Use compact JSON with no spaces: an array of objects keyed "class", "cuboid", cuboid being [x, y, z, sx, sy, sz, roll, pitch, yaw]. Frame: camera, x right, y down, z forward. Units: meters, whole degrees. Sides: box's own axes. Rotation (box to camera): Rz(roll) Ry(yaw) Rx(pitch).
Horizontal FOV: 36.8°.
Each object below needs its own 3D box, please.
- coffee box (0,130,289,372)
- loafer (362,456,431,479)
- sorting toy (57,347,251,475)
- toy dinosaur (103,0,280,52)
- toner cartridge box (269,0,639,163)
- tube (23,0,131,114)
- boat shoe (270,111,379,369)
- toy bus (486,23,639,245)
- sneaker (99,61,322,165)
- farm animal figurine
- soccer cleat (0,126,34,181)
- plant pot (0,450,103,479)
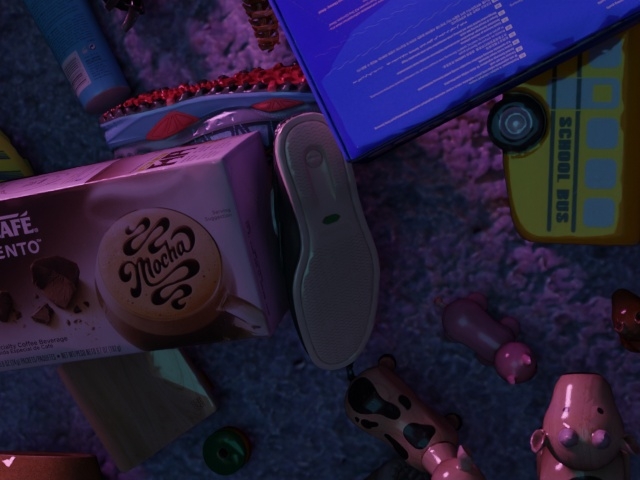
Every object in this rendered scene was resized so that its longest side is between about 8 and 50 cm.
[{"class":"coffee box","cuboid":[-0.190,0.012,0.903,0.297,0.119,0.168,-8,106,16]},{"class":"loafer","cuboid":[0.094,0.339,0.938,0.087,0.094,0.251,-25,77,40]},{"class":"sorting toy","cuboid":[-0.191,0.144,1.014,0.132,0.046,0.274,-36,85,15]},{"class":"toy dinosaur","cuboid":[-0.146,-0.325,0.927,0.218,0.164,0.322,-34,62,-1]},{"class":"toner cartridge box","cuboid":[0.145,-0.210,0.771,0.347,0.075,0.165,-26,88,16]},{"class":"tube","cuboid":[-0.268,-0.233,1.013,0.080,0.052,0.207,-30,80,10]},{"class":"boat shoe","cuboid":[0.000,0.000,0.873,0.084,0.079,0.233,-11,100,-16]},{"class":"toy bus","cuboid":[0.218,-0.165,0.850,0.130,0.108,0.333,2,94,15]},{"class":"sneaker","cuboid":[-0.081,-0.101,0.958,0.261,0.104,0.125,-7,113,16]},{"class":"farm animal figurine","cuboid":[0.202,0.194,0.845,0.330,0.172,0.327,-18,89,16]},{"class":"soccer cleat","cuboid":[-0.413,-0.102,0.967,0.093,0.121,0.289,-27,125,31]},{"class":"plant pot","cuboid":[-0.301,0.346,0.982,0.237,0.237,0.254,-2,79,15]}]
